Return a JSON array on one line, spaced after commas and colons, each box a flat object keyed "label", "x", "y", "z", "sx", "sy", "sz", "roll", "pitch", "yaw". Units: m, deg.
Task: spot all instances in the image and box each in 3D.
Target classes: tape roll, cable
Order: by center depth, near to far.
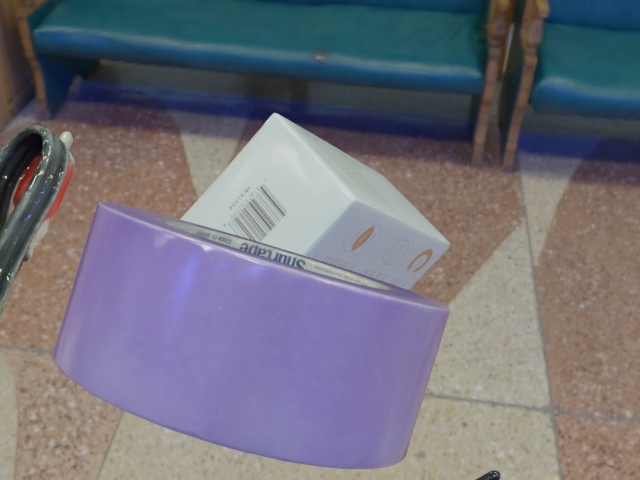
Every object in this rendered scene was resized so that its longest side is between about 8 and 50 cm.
[{"label": "tape roll", "x": -0.034, "y": 0.044, "z": 0.417, "sx": 0.189, "sy": 0.080, "sz": 0.189, "roll": 18, "pitch": 1, "yaw": 0}, {"label": "cable", "x": -0.224, "y": 0.031, "z": 0.575, "sx": 0.072, "sy": 0.140, "sz": 0.287, "roll": 30, "pitch": 40, "yaw": -41}]

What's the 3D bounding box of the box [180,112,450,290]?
[{"label": "box", "x": 0.000, "y": 0.000, "z": 1.098, "sx": 0.168, "sy": 0.215, "sz": 0.345, "roll": 49, "pitch": 14, "yaw": 26}]

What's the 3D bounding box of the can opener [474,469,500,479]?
[{"label": "can opener", "x": 0.155, "y": 0.346, "z": 0.981, "sx": 0.186, "sy": 0.073, "sz": 0.059, "roll": -25, "pitch": 41, "yaw": -8}]
